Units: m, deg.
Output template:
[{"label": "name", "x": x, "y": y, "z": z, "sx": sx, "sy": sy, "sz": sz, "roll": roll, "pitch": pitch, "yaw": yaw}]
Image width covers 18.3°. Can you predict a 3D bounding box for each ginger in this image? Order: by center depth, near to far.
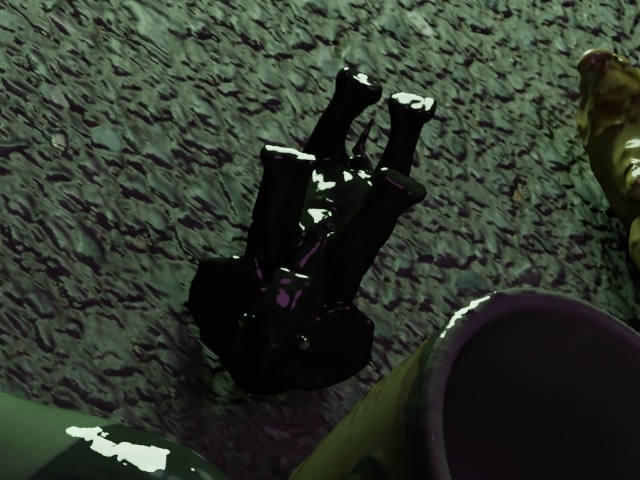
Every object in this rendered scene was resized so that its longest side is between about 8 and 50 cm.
[{"label": "ginger", "x": 0.281, "y": -0.027, "z": 1.496, "sx": 0.270, "sy": 0.123, "sz": 0.219, "roll": 34, "pitch": 37, "yaw": -3}]

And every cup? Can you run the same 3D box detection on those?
[{"label": "cup", "x": 0.099, "y": 0.195, "z": 1.036, "sx": 0.301, "sy": 0.257, "sz": 0.227, "roll": 29, "pitch": 46, "yaw": -22}]

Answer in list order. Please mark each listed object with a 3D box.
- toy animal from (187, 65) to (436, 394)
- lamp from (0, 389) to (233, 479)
[{"label": "toy animal", "x": 0.004, "y": 0.003, "z": 1.188, "sx": 0.115, "sy": 0.146, "sz": 0.245, "roll": 33, "pitch": 35, "yaw": 10}, {"label": "lamp", "x": -0.142, "y": 0.122, "z": 0.930, "sx": 0.182, "sy": 0.182, "sz": 0.314, "roll": -24, "pitch": 76, "yaw": -50}]
